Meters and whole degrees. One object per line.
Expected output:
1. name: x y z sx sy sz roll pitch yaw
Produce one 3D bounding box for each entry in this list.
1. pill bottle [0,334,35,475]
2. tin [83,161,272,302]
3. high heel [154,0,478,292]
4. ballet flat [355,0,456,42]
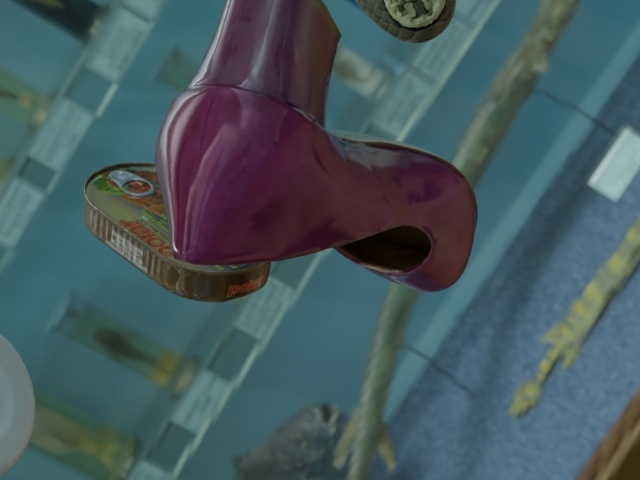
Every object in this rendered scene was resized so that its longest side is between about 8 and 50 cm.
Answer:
1. pill bottle: -0.320 0.138 1.096 0.216 0.121 0.121 -21 41 39
2. tin: -0.120 -0.008 1.228 0.190 0.106 0.040 34 124 35
3. high heel: 0.000 0.000 0.958 0.127 0.377 0.181 3 66 29
4. ballet flat: 0.033 -0.264 1.105 0.084 0.250 0.058 -22 6 0
